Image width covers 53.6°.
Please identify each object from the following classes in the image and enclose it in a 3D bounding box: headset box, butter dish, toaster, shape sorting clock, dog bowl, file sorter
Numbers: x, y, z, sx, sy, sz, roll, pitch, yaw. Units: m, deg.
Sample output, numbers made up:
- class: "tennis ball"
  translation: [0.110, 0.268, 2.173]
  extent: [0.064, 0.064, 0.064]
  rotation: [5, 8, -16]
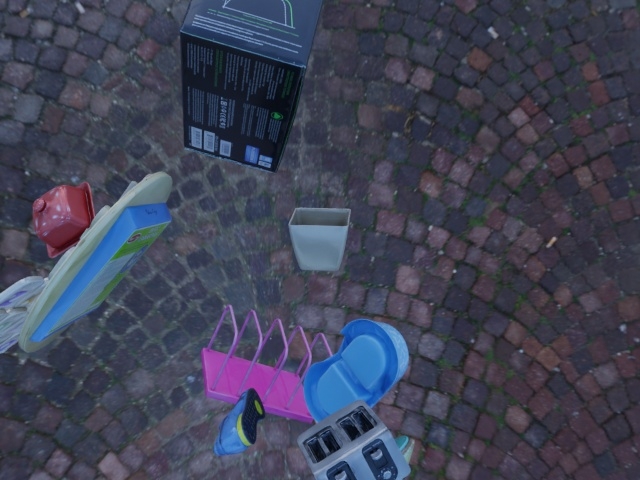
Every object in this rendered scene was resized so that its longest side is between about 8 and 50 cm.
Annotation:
- class: "headset box"
  translation: [-0.068, -0.269, 0.765]
  extent: [0.131, 0.246, 0.283]
  rotation: [15, 68, -6]
- class: "butter dish"
  translation: [-0.638, -0.066, 1.525]
  extent: [0.159, 0.118, 0.160]
  rotation: [-28, 60, 14]
- class: "toaster"
  translation: [0.060, 0.413, 1.225]
  extent: [0.168, 0.185, 0.110]
  rotation: [-28, 106, -9]
- class: "shape sorting clock"
  translation: [-0.209, 0.017, 0.596]
  extent: [0.040, 0.206, 0.206]
  rotation: [41, 80, -4]
- class: "dog bowl"
  translation: [0.082, 0.298, 1.410]
  extent: [0.166, 0.074, 0.297]
  rotation: [51, 121, 26]
- class: "file sorter"
  translation: [-0.135, 0.309, 1.639]
  extent: [0.290, 0.202, 0.182]
  rotation: [21, 105, -21]

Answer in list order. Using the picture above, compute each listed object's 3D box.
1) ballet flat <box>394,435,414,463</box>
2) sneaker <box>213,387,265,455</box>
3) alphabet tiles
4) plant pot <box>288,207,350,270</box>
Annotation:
- class: "ballet flat"
  translation: [0.099, 0.595, 1.461]
  extent: [0.348, 0.123, 0.123]
  rotation: [-31, 85, -23]
- class: "sneaker"
  translation: [-0.163, 0.354, 1.244]
  extent: [0.082, 0.209, 0.069]
  rotation: [-29, 97, 8]
- class: "alphabet tiles"
  translation: [-0.488, 0.136, 0.915]
  extent: [0.277, 0.284, 0.021]
  rotation: [-34, 86, 2]
- class: "plant pot"
  translation: [0.000, 0.000, 1.200]
  extent: [0.109, 0.109, 0.096]
  rotation: [2, 110, 5]
